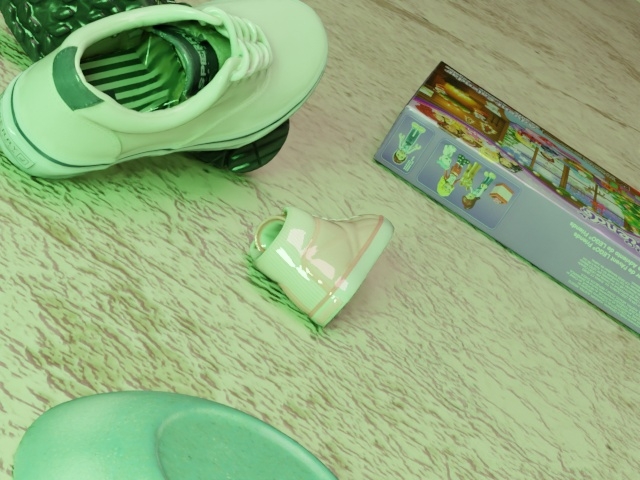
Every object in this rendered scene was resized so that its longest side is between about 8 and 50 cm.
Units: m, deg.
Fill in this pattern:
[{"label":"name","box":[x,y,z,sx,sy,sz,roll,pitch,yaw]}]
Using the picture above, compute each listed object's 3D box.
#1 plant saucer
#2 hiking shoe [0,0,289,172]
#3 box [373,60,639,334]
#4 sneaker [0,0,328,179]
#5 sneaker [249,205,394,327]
[{"label":"plant saucer","box":[-0.035,0.119,0.655,0.195,0.037,0.195,28,22,-12]},{"label":"hiking shoe","box":[-0.125,-0.131,1.040,0.227,0.086,0.114,37,11,-15]},{"label":"box","box":[0.196,-0.035,1.303,0.293,0.057,0.201,33,21,1]},{"label":"sneaker","box":[-0.070,-0.099,0.915,0.258,0.091,0.094,-29,92,-45]},{"label":"sneaker","box":[0.000,0.000,0.948,0.070,0.051,0.134,39,25,0]}]
